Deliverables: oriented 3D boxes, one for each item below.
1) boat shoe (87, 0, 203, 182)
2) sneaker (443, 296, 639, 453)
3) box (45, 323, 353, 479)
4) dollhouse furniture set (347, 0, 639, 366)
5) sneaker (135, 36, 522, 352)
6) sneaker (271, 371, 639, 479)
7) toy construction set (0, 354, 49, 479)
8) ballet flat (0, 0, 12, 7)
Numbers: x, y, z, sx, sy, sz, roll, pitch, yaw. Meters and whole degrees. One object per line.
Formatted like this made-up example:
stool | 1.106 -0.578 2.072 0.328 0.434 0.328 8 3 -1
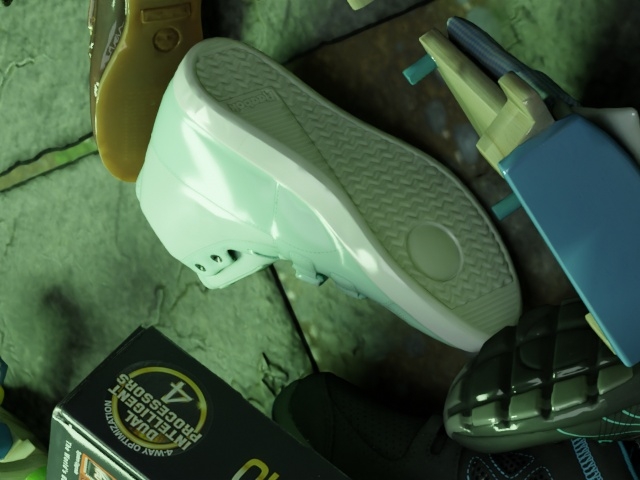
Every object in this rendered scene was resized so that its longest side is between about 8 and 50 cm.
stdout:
boat shoe | -0.110 -0.139 1.174 0.073 0.073 0.207 -123 38 -50
sneaker | 0.197 0.082 1.024 0.267 0.101 0.106 -18 122 24
box | -0.040 0.271 1.193 0.318 0.097 0.395 36 145 13
dollhouse furniture set | 0.136 -0.133 0.995 0.198 0.286 0.303 -34 116 1
sneaker | 0.000 -0.001 1.150 0.256 0.094 0.151 39 139 4
sneaker | 0.126 0.157 1.128 0.341 0.125 0.139 30 94 23
toy construction set | -0.322 0.209 1.328 0.328 0.215 0.151 -34 59 4
ballet flat | -0.174 -0.233 1.185 0.068 0.072 0.213 31 127 -14
